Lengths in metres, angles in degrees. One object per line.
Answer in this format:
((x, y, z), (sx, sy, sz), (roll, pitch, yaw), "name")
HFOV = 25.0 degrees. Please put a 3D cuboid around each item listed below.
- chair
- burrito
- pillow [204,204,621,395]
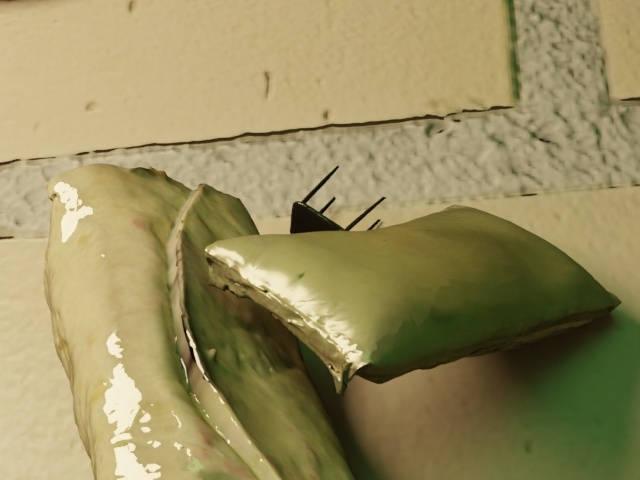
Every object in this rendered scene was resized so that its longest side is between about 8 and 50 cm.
((-0.002, 0.000, 0.807), (0.042, 0.037, 0.086), (27, 55, 16), "chair")
((-0.061, 0.085, 0.687), (0.105, 0.143, 0.299), (-42, 41, 18), "burrito")
((0.051, 0.022, 0.714), (0.119, 0.053, 0.208), (26, 23, 37), "pillow")
